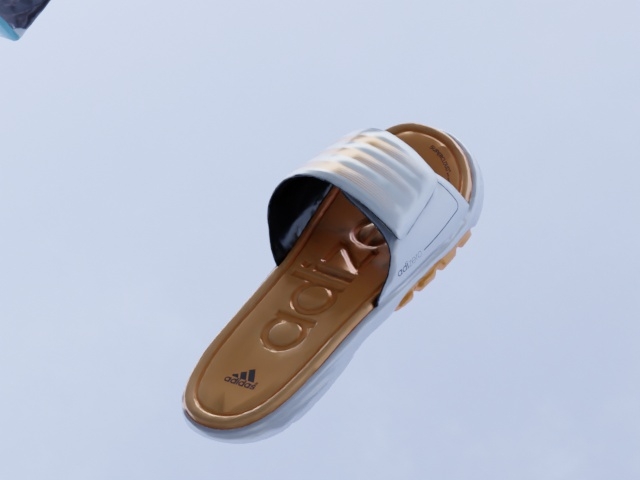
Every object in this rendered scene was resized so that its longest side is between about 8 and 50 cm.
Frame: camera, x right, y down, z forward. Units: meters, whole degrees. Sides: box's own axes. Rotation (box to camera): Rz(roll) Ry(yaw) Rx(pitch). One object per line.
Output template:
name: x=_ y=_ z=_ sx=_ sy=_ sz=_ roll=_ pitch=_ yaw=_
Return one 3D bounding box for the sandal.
sandal: x=0.009 y=0.003 z=0.891 sx=0.102 sy=0.076 sz=0.265 roll=14 pitch=-132 yaw=30

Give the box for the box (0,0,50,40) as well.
box: x=-0.077 y=-0.197 z=0.547 sx=0.060 sy=0.100 sz=0.244 roll=23 pitch=-108 yaw=45
